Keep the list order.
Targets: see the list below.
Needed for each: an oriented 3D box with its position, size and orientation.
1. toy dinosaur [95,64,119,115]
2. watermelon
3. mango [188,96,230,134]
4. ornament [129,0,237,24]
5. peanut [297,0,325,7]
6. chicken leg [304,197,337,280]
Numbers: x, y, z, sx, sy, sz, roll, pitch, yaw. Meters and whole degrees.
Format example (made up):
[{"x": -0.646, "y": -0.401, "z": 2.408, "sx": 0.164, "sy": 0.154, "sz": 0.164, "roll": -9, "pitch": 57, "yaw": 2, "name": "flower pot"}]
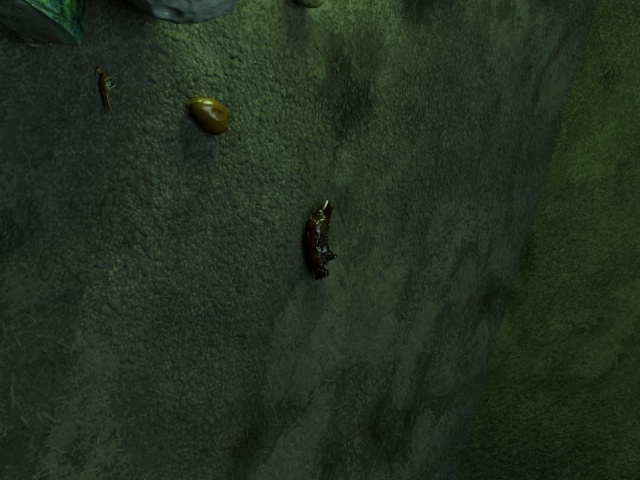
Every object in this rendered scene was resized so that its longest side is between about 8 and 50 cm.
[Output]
[{"x": -0.464, "y": -0.333, "z": 1.770, "sx": 0.041, "sy": 0.026, "sz": 0.113, "roll": -26, "pitch": 108, "yaw": -33, "name": "toy dinosaur"}, {"x": -0.556, "y": -0.477, "z": 1.529, "sx": 0.232, "sy": 0.310, "sz": 0.193, "roll": -44, "pitch": 141, "yaw": 19, "name": "watermelon"}, {"x": -0.268, "y": -0.307, "z": 1.961, "sx": 0.127, "sy": 0.063, "sz": 0.077, "roll": 39, "pitch": 77, "yaw": -45, "name": "mango"}, {"x": -0.299, "y": -0.619, "z": 1.671, "sx": 0.337, "sy": 0.337, "sz": 0.337, "roll": -13, "pitch": 108, "yaw": -45, "name": "ornament"}, {"x": -0.043, "y": -0.719, "z": 2.096, "sx": 0.104, "sy": 0.085, "sz": 0.228, "roll": -42, "pitch": 126, "yaw": -44, "name": "peanut"}, {"x": 0.000, "y": 0.000, "z": 2.315, "sx": 0.105, "sy": 0.063, "sz": 0.234, "roll": -23, "pitch": 114, "yaw": -47, "name": "chicken leg"}]
